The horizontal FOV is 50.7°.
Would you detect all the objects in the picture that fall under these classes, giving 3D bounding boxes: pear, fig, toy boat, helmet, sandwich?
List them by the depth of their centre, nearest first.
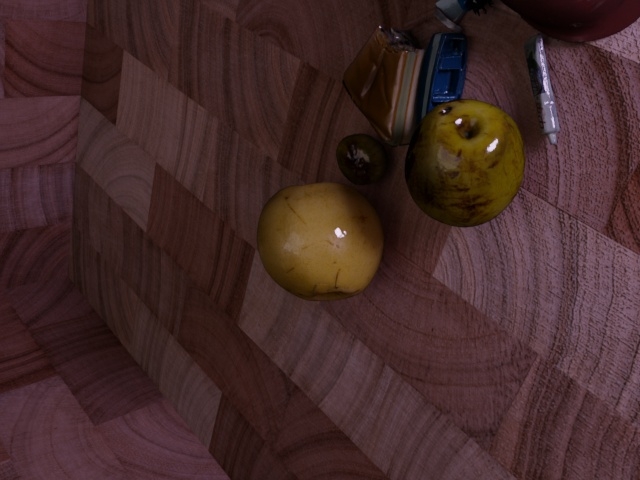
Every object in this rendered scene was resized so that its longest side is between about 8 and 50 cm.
[{"bbox_3d":[0.431,-0.563,1.274,0.337,0.230,0.385,-38,71,45],"label":"helmet"},{"bbox_3d":[0.310,-0.170,1.470,0.283,0.283,0.283,15,111,44],"label":"pear"},{"bbox_3d":[0.320,-0.548,1.547,0.096,0.034,0.122,48,122,20],"label":"toy boat"},{"bbox_3d":[0.278,-0.340,1.599,0.062,0.096,0.299,37,128,48],"label":"toy boat"},{"bbox_3d":[0.197,-0.377,1.626,0.198,0.155,0.227,-47,66,43],"label":"sandwich"},{"bbox_3d":[0.107,-0.217,1.791,0.153,0.121,0.136,51,128,26],"label":"fig"},{"bbox_3d":[0.000,0.000,1.808,0.348,0.348,0.348,15,111,44],"label":"pear"}]

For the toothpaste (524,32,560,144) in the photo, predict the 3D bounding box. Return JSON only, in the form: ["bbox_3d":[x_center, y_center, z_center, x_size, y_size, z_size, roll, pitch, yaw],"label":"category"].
[{"bbox_3d":[0.471,-0.317,1.434,0.060,0.038,0.233,171,87,-75],"label":"toothpaste"}]

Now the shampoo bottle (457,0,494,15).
[{"bbox_3d":[0.326,-0.575,1.487,0.087,0.050,0.183,-35,63,35],"label":"shampoo bottle"}]
